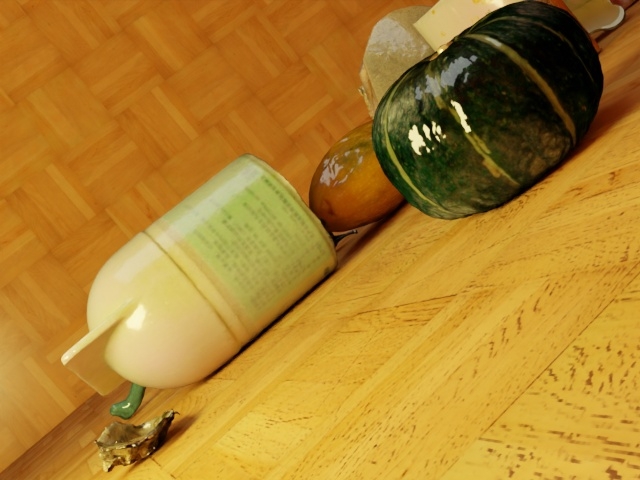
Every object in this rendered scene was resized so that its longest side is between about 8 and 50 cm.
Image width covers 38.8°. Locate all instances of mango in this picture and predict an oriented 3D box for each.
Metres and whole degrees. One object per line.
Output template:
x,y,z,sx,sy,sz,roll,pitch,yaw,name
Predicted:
0.103,-0.130,1.544,0.359,0.144,0.187,-41,-12,-41,mango

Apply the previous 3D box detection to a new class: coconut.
0.227,-0.364,2.017,0.297,0.297,0.309,-39,-1,0,coconut

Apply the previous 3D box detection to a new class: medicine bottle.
-0.197,0.077,1.373,0.406,0.235,0.236,-40,4,-13,medicine bottle

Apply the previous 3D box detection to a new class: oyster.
-0.231,0.247,1.139,0.105,0.056,0.177,-29,0,-23,oyster

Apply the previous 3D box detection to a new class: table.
0.424,-0.392,1.613,0.198,0.166,0.166,-30,7,17,table

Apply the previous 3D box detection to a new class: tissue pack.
0.298,-0.328,1.456,0.185,0.225,0.124,-36,6,46,tissue pack

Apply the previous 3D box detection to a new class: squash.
0.173,-0.136,0.955,0.252,0.165,0.252,-36,7,5,squash

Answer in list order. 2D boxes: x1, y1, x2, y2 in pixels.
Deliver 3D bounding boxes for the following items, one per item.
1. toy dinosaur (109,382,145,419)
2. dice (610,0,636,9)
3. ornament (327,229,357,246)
-0.195,0.164,1.637,0.384,0.330,0.129,-7,30,-17,toy dinosaur
0.564,-0.488,1.732,0.094,0.093,0.091,-36,6,46,dice
0.000,0.000,1.643,0.125,0.073,0.028,-32,37,22,ornament
